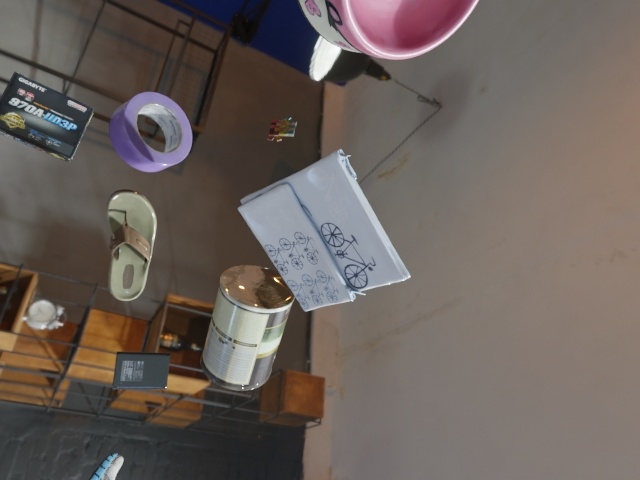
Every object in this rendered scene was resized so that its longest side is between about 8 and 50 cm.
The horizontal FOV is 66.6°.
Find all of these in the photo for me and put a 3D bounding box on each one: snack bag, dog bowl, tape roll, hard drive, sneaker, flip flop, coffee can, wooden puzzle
[{"bbox_3d":[0.000,0.000,1.082,0.343,0.323,0.037,-19,-164,42],"label":"snack bag"},{"bbox_3d":[0.156,-0.537,0.929,0.408,0.408,0.150,-58,-136,25],"label":"dog bowl"},{"bbox_3d":[-0.430,-0.274,1.243,0.080,0.189,0.188,-12,-120,41],"label":"tape roll"},{"bbox_3d":[-0.469,0.342,1.279,0.022,0.135,0.094,165,-69,-65],"label":"hard drive"},{"bbox_3d":[-0.340,0.416,0.747,0.071,0.083,0.190,-57,-172,22],"label":"sneaker"},{"bbox_3d":[-0.446,0.019,1.133,0.080,0.112,0.277,-134,-127,-65],"label":"flip flop"},{"bbox_3d":[-0.200,0.234,1.321,0.201,0.202,0.275,-114,-142,-57],"label":"coffee can"},{"bbox_3d":[-0.074,-0.221,0.958,0.006,0.049,0.083,86,8,-46],"label":"wooden puzzle"}]

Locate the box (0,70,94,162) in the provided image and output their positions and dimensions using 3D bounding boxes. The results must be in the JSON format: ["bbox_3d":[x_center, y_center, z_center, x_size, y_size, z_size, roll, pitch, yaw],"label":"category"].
[{"bbox_3d":[-0.798,-0.351,1.404,0.051,0.220,0.175,-5,-117,63],"label":"box"}]
